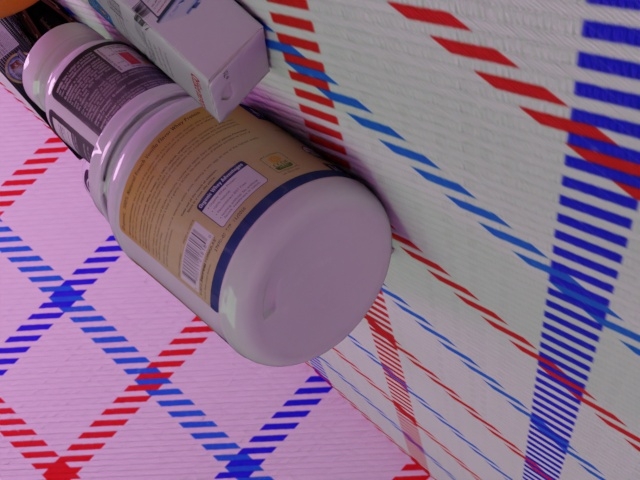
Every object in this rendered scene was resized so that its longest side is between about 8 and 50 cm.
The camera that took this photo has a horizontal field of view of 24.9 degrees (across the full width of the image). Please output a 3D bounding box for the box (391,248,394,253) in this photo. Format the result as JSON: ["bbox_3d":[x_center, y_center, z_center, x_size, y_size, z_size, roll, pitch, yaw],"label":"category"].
[{"bbox_3d":[0.000,0.000,1.858,0.067,0.063,0.324,45,171,-17],"label":"box"}]

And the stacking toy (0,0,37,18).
[{"bbox_3d":[-0.541,-0.270,1.643,0.350,0.480,0.350,40,172,7],"label":"stacking toy"}]

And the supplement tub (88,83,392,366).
[{"bbox_3d":[-0.097,-0.027,1.633,0.316,0.228,0.228,37,169,38],"label":"supplement tub"}]

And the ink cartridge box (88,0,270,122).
[{"bbox_3d":[-0.145,-0.220,1.417,0.191,0.082,0.139,41,171,8],"label":"ink cartridge box"}]

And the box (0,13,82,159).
[{"bbox_3d":[-0.445,-0.271,2.217,0.270,0.060,0.216,52,-179,-34],"label":"box"}]

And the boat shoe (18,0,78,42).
[{"bbox_3d":[-0.377,-0.288,2.169,0.207,0.073,0.073,44,174,-2],"label":"boat shoe"}]

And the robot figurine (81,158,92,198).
[{"bbox_3d":[-0.257,-0.070,2.319,0.209,0.173,0.278,-12,131,40],"label":"robot figurine"}]

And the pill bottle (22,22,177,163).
[{"bbox_3d":[-0.268,-0.172,1.946,0.278,0.162,0.162,39,170,31],"label":"pill bottle"}]
